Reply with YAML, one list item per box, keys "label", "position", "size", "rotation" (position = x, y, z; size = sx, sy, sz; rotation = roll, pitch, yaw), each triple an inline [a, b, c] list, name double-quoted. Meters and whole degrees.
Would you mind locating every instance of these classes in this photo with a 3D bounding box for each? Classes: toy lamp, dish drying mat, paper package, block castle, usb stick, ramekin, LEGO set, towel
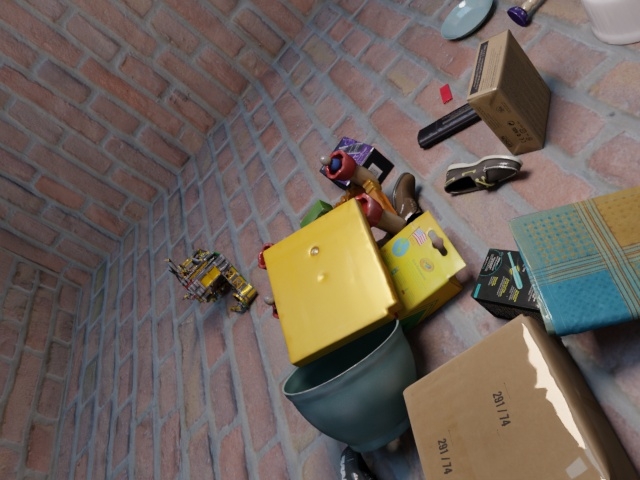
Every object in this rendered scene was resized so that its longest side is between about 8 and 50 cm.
- label: "toy lamp"
  position: [0.669, -0.752, 1.587]
  size: [0.274, 0.080, 0.080]
  rotation: [-49, 33, 14]
- label: "dish drying mat"
  position: [0.397, -0.464, 1.733]
  size: [0.032, 0.008, 0.083]
  rotation: [-32, 38, 30]
- label: "paper package"
  position: [0.329, 0.350, 0.947]
  size: [0.309, 0.168, 0.324]
  rotation: [-40, 36, 24]
- label: "block castle"
  position: [0.000, 0.000, 1.552]
  size: [0.453, 0.213, 0.303]
  rotation: [-51, 38, 25]
- label: "usb stick"
  position: [0.403, -0.354, 1.595]
  size: [0.278, 0.045, 0.077]
  rotation: [-27, 35, 36]
- label: "ramekin"
  position: [0.760, -0.621, 1.299]
  size: [0.277, 0.135, 0.277]
  rotation: [-32, 39, 30]
- label: "LEGO set"
  position: [-0.404, 0.169, 1.957]
  size: [0.192, 0.255, 0.331]
  rotation: [-48, 37, -20]
- label: "towel"
  position: [0.554, 0.017, 0.972]
  size: [0.370, 0.040, 0.271]
  rotation: [-16, 47, 16]

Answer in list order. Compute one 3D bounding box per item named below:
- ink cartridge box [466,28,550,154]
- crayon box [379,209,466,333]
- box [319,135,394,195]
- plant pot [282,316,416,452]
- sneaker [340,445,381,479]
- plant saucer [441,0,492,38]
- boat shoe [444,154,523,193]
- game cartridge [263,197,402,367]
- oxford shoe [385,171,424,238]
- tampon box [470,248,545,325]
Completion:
- label: "ink cartridge box"
  position: [0.466, -0.356, 1.340]
  size: [0.088, 0.235, 0.193]
  rotation: [-12, 52, 46]
- label: "crayon box"
  position: [0.208, 0.102, 1.364]
  size: [0.318, 0.081, 0.202]
  rotation: [-42, 47, 20]
- label: "box"
  position: [0.114, -0.237, 1.795]
  size: [0.153, 0.108, 0.207]
  rotation: [-55, 33, 0]
- label: "plant pot"
  position: [0.091, 0.327, 1.190]
  size: [0.293, 0.196, 0.293]
  rotation: [-31, 3, 2]
- label: "sneaker"
  position: [0.111, 0.533, 1.146]
  size: [0.106, 0.078, 0.234]
  rotation: [-38, 40, 20]
- label: "plant saucer"
  position: [0.495, -0.741, 1.829]
  size: [0.195, 0.037, 0.194]
  rotation: [-31, 40, 31]
- label: "boat shoe"
  position: [0.409, -0.161, 1.388]
  size: [0.228, 0.081, 0.068]
  rotation: [-6, 59, 58]
- label: "game cartridge"
  position: [0.018, 0.095, 1.289]
  size: [0.285, 0.053, 0.323]
  rotation: [-30, 55, 17]
- label: "oxford shoe"
  position: [0.250, -0.088, 1.524]
  size: [0.096, 0.083, 0.227]
  rotation: [-10, 65, 44]
- label: "tampon box"
  position: [0.417, 0.097, 1.119]
  size: [0.161, 0.101, 0.120]
  rotation: [7, 66, 53]
